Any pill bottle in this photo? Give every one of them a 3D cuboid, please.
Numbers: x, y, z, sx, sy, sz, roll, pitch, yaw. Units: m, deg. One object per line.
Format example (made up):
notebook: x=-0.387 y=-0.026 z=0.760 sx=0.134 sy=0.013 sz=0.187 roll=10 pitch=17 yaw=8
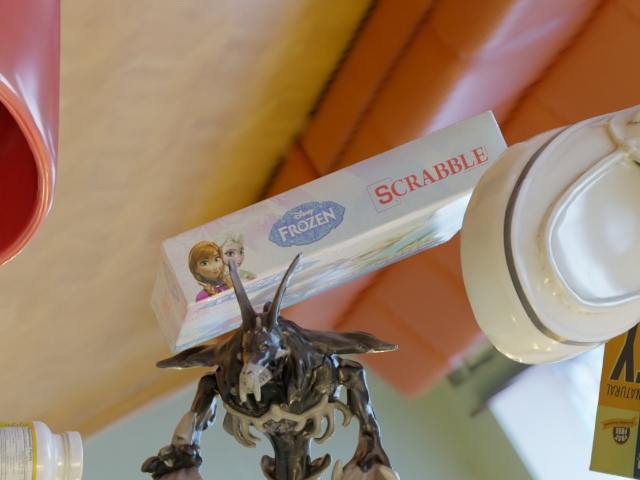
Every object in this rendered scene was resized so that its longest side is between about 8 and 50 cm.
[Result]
pill bottle: x=-0.177 y=0.123 z=1.015 sx=0.083 sy=0.043 sz=0.043 roll=1 pitch=158 yaw=-18

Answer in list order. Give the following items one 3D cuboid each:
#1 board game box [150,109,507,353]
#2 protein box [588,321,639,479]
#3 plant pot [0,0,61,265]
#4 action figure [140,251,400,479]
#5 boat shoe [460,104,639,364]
board game box: x=0.000 y=0.000 z=1.715 sx=0.319 sy=0.066 sz=0.318 roll=-23 pitch=172 yaw=-10
protein box: x=0.303 y=0.067 z=1.191 sx=0.200 sy=0.201 sz=0.136 roll=9 pitch=176 yaw=-34
plant pot: x=-0.277 y=-0.140 z=1.127 sx=0.275 sy=0.243 sz=0.275 roll=4 pitch=143 yaw=3
action figure: x=-0.023 y=0.153 z=1.159 sx=0.164 sy=0.275 sz=0.141 roll=-7 pitch=-169 yaw=8
boat shoe: x=0.164 y=-0.021 z=0.817 sx=0.088 sy=0.096 sz=0.267 roll=-20 pitch=180 yaw=42
